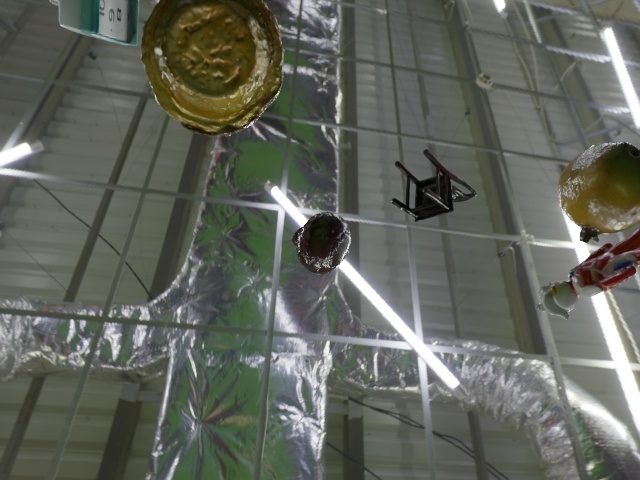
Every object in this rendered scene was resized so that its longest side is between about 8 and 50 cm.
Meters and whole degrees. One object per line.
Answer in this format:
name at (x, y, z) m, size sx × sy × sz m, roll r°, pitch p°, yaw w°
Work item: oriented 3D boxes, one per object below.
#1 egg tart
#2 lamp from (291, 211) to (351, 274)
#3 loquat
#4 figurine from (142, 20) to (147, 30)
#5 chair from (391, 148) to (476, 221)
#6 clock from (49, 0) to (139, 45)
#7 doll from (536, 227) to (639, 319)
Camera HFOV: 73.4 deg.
egg tart at (-0.200, -0.339, 0.799) m, size 0.289 × 0.287 × 0.118 m, roll 6°, pitch -164°, yaw -9°
lamp at (-0.003, 0.004, 1.053) m, size 0.135 × 0.157 × 0.156 m, roll 22°, pitch -128°, yaw 24°
loquat at (0.679, -0.105, 1.027) m, size 0.214 × 0.213 × 0.245 m, roll 23°, pitch -88°, yaw 2°
figurine at (-0.435, -0.525, 1.277) m, size 0.133 × 0.275 × 0.200 m, roll -37°, pitch -107°, yaw -20°
chair at (0.241, -0.085, 0.872) m, size 0.213 × 0.084 × 0.101 m, roll 27°, pitch -120°, yaw -39°
clock at (-0.410, -0.503, 0.769) m, size 0.116 × 0.261 × 0.231 m, roll 7°, pitch -161°, yaw -7°
doll at (0.750, 0.081, 1.148) m, size 0.099 × 0.384 × 0.188 m, roll 45°, pitch -156°, yaw 1°
